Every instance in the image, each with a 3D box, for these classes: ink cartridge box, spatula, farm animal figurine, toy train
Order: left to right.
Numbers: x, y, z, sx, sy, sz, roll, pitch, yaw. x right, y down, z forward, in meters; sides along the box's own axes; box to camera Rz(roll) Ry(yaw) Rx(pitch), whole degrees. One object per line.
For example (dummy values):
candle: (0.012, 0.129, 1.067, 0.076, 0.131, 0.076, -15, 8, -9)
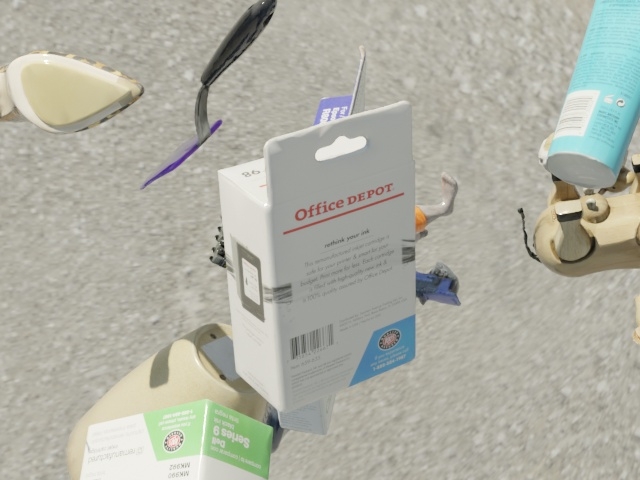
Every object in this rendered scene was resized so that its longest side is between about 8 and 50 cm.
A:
ink cartridge box: (-0.179, 0.351, 1.347, 0.211, 0.121, 0.289, -18, 55, 34)
spatula: (-0.097, -0.124, 1.022, 0.030, 0.084, 0.296, 40, 146, 0)
toy train: (-0.128, -0.011, 1.663, 0.036, 0.158, 0.027, 32, 120, -15)
ink cartridge box: (0.000, 0.000, 0.914, 0.045, 0.223, 0.224, 7, 139, 8)
ink cartridge box: (0.000, 0.002, 0.707, 0.060, 0.104, 0.180, 35, 135, 49)
farm animal figurine: (0.397, 0.006, 1.376, 0.326, 0.330, 0.172, 8, 138, 19)

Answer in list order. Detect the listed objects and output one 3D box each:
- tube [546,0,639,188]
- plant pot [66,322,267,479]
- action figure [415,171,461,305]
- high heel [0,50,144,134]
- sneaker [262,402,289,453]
tube: (0.226, -0.140, 0.880, 0.080, 0.052, 0.207, 14, 70, 27)
plant pot: (-0.190, 0.253, 1.670, 0.256, 0.256, 0.274, 44, 123, 12)
action figure: (0.073, 0.047, 1.596, 0.341, 0.179, 0.330, 16, 54, 34)
high heel: (-0.301, -0.178, 1.367, 0.261, 0.186, 0.093, -2, 102, 15)
sneaker: (-0.010, 0.229, 1.895, 0.131, 0.112, 0.319, 19, 113, -13)
